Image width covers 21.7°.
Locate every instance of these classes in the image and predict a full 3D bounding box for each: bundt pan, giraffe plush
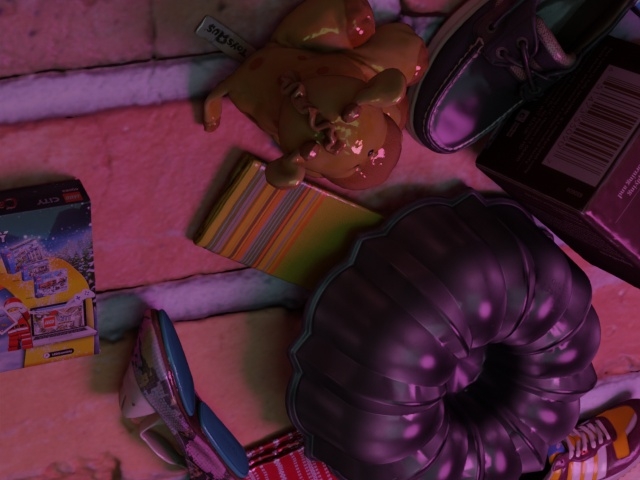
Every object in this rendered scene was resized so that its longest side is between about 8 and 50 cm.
[{"bbox_3d":[0.136,0.124,1.597,0.331,0.124,0.330,-15,121,-26],"label":"bundt pan"},{"bbox_3d":[0.009,-0.112,1.404,0.210,0.170,0.181,13,113,-29],"label":"giraffe plush"}]

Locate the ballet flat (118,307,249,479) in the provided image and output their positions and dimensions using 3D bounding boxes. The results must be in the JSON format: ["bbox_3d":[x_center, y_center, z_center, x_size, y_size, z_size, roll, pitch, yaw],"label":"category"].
[{"bbox_3d":[-0.141,0.160,1.565,0.079,0.077,0.221,-18,127,10],"label":"ballet flat"}]

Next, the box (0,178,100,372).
[{"bbox_3d":[-0.310,0.043,1.431,0.233,0.044,0.159,-10,122,-19],"label":"box"}]

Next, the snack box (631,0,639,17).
[{"bbox_3d":[0.441,-0.221,1.601,0.322,0.060,0.187,34,101,-35],"label":"snack box"}]

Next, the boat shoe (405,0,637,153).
[{"bbox_3d":[0.192,-0.184,1.491,0.285,0.092,0.103,-45,126,5],"label":"boat shoe"}]

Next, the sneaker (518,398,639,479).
[{"bbox_3d":[0.277,0.227,1.784,0.185,0.069,0.084,-41,131,2],"label":"sneaker"}]

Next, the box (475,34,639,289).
[{"bbox_3d":[0.291,-0.066,1.541,0.203,0.167,0.168,37,86,-36],"label":"box"}]

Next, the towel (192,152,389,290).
[{"bbox_3d":[0.000,0.000,1.562,0.237,0.021,0.102,23,113,-33],"label":"towel"}]

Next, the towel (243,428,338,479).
[{"bbox_3d":[0.016,0.262,1.713,0.275,0.031,0.198,-25,126,-9],"label":"towel"}]
